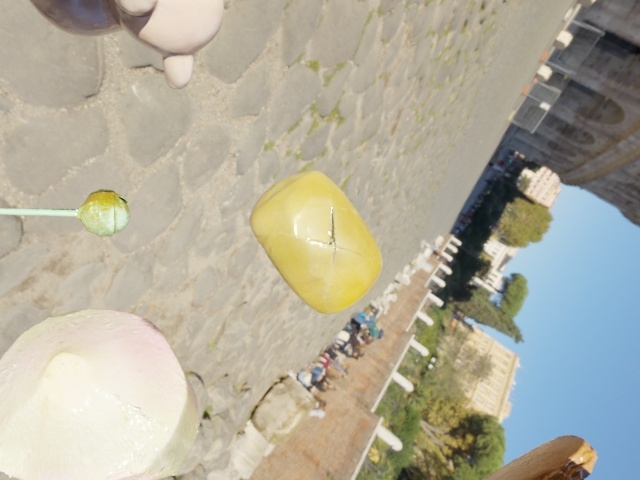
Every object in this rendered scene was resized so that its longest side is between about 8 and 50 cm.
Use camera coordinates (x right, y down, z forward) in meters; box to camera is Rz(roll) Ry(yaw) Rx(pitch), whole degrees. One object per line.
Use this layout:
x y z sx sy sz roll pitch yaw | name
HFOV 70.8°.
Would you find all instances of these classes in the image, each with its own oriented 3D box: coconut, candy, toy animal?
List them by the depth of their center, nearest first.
-0.337 -0.035 0.540 0.202 0.061 0.061 0 132 -30 | candy
-0.279 0.209 0.565 0.233 0.233 0.245 -48 159 -27 | coconut
-0.312 -0.415 0.735 0.326 0.270 0.237 -14 165 -2 | toy animal

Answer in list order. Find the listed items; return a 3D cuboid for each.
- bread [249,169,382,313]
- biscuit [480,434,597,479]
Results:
0.000 0.000 0.354 0.082 0.115 0.056 -33 -176 -12 | bread
0.165 0.251 0.408 0.186 0.036 0.192 -45 161 21 | biscuit
